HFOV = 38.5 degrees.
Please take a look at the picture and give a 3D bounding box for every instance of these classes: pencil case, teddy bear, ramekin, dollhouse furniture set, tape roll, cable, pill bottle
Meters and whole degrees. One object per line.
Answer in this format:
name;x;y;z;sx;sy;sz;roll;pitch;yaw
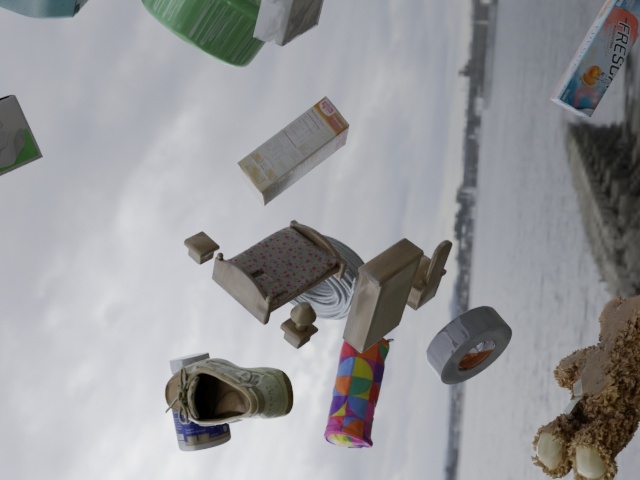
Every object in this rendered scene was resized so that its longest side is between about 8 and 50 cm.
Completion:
pencil case;0.076;0.290;1.793;0.104;0.104;0.236;78;-156;-58
teddy bear;0.474;0.252;1.485;0.245;0.113;0.338;-30;26;52
ramekin;-0.235;-0.503;1.961;0.148;0.303;0.303;-54;-1;17
dollhouse furniture set;0.000;0.000;1.566;0.303;0.355;0.174;-31;-33;-38
tape roll;0.374;0.265;2.308;0.072;0.219;0.219;54;165;34
cable;-0.006;0.087;2.227;0.257;0.257;0.089;91;-155;-52
pill bottle;-0.253;0.330;1.886;0.112;0.112;0.186;-5;-97;-80

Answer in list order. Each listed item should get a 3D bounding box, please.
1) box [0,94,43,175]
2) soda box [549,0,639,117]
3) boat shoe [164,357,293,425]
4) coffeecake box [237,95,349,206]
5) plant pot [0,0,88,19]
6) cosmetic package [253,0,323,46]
box;-0.653;-0.140;1.570;0.262;0.231;0.127;-32;-71;-35
soda box;0.421;-0.279;1.378;0.183;0.058;0.063;-62;5;9
boat shoe;-0.169;0.244;1.470;0.089;0.285;0.104;-4;-95;-47
coffeecake box;-0.045;-0.149;1.559;0.068;0.185;0.142;52;174;5
plant pot;-0.694;-0.711;2.329;0.248;0.252;0.247;-56;8;51
cosmetic package;-0.049;-0.416;1.621;0.239;0.060;0.099;-55;-19;-65
